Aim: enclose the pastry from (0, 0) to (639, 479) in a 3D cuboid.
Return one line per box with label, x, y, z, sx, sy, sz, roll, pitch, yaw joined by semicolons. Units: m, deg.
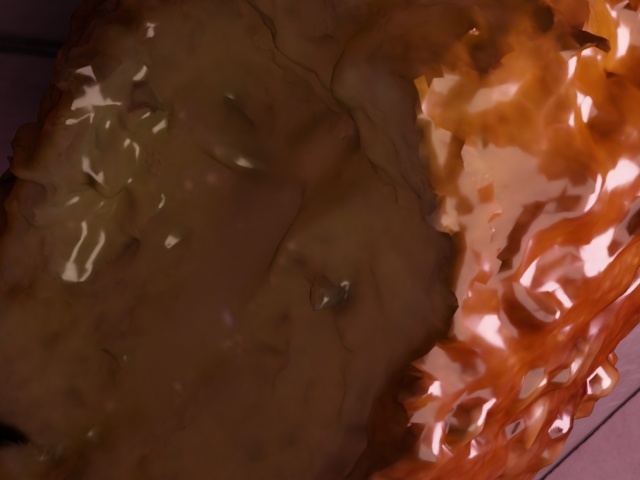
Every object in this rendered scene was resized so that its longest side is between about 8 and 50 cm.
pastry;0.011;-0.010;0.696;0.337;0.292;0.405;-15;139;-61
